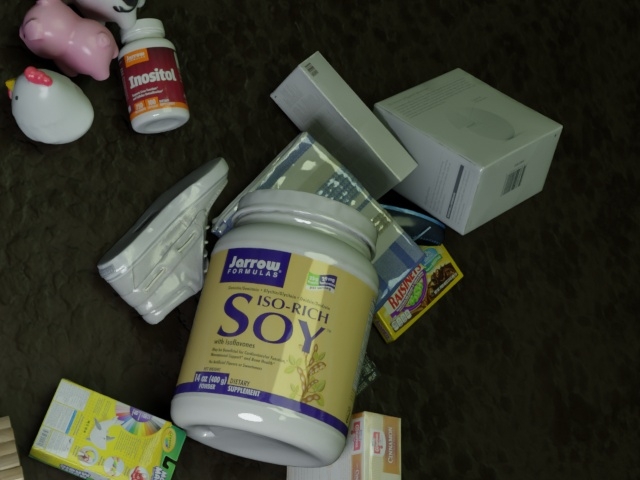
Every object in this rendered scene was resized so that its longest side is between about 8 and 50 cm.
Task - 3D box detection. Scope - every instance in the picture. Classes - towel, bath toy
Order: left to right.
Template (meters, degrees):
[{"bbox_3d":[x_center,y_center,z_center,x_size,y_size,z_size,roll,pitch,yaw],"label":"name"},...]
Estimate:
[{"bbox_3d":[-0.345,-0.300,1.733,0.129,0.151,0.348,70,31,-60],"label":"bath toy"},{"bbox_3d":[0.000,0.000,1.896,0.285,0.034,0.209,44,83,-16],"label":"towel"}]

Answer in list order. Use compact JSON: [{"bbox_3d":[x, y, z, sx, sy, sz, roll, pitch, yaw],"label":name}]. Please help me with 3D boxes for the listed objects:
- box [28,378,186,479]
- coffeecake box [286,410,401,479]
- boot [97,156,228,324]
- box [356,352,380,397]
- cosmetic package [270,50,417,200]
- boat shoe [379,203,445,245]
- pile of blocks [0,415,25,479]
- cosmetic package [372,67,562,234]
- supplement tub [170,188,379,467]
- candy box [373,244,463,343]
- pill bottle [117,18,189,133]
[{"bbox_3d":[-0.271,0.260,1.616,0.179,0.043,0.105,24,58,-7],"label":"box"},{"bbox_3d":[0.030,0.327,1.760,0.068,0.185,0.142,15,66,-33],"label":"coffeecake box"},{"bbox_3d":[-0.194,0.002,1.778,0.258,0.095,0.123,-48,111,-29],"label":"boot"},{"bbox_3d":[0.047,0.202,1.926,0.083,0.018,0.067,-40,100,-39],"label":"box"},{"bbox_3d":[0.037,-0.175,1.980,0.239,0.099,0.060,49,49,-3],"label":"cosmetic package"},{"bbox_3d":[0.072,-0.010,1.985,0.258,0.109,0.089,9,79,-17],"label":"boat shoe"},{"bbox_3d":[-0.488,0.343,1.430,0.362,0.149,0.112,-32,137,-31],"label":"pile of blocks"},{"bbox_3d":[0.227,-0.150,2.047,0.224,0.138,0.224,36,43,28],"label":"cosmetic package"},{"bbox_3d":[-0.053,0.121,1.715,0.241,0.241,0.331,24,67,-29],"label":"supplement tub"},{"bbox_3d":[0.144,0.069,2.043,0.206,0.027,0.105,-39,96,-40],"label":"candy box"},{"bbox_3d":[-0.245,-0.238,1.816,0.086,0.086,0.152,-6,77,-39],"label":"pill bottle"}]
